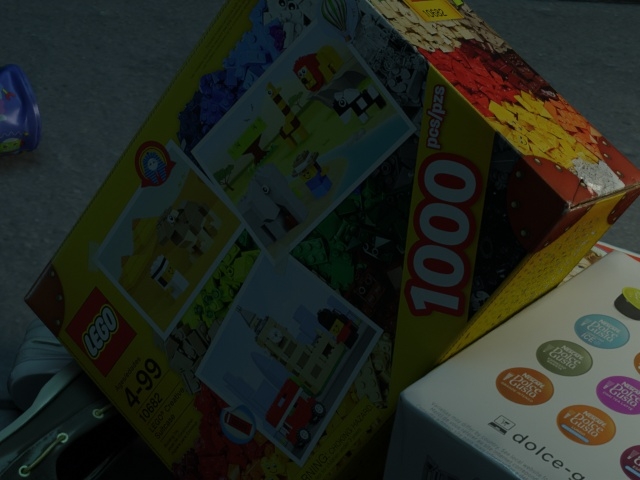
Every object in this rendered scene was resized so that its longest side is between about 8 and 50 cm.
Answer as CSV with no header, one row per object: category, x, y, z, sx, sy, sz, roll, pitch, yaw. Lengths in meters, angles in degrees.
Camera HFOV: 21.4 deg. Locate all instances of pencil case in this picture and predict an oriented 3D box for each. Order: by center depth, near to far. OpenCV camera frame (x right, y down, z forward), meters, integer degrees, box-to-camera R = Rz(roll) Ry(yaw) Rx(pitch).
pencil case,-0.516,-0.155,2.174,0.306,0.119,0.133,-10,62,-23

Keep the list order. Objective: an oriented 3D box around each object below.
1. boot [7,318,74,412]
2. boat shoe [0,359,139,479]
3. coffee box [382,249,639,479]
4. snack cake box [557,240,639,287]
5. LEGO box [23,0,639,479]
boot,-0.207,0.134,1.860,0.258,0.095,0.123,7,39,-3
boat shoe,-0.280,0.237,1.672,0.091,0.109,0.305,21,50,25
coffee box,0.277,0.274,1.545,0.338,0.338,0.334,34,44,30
snack cake box,0.287,0.065,2.036,0.264,0.089,0.152,19,37,16
LEGO box,0.000,0.000,1.617,0.372,0.500,0.193,47,29,16
